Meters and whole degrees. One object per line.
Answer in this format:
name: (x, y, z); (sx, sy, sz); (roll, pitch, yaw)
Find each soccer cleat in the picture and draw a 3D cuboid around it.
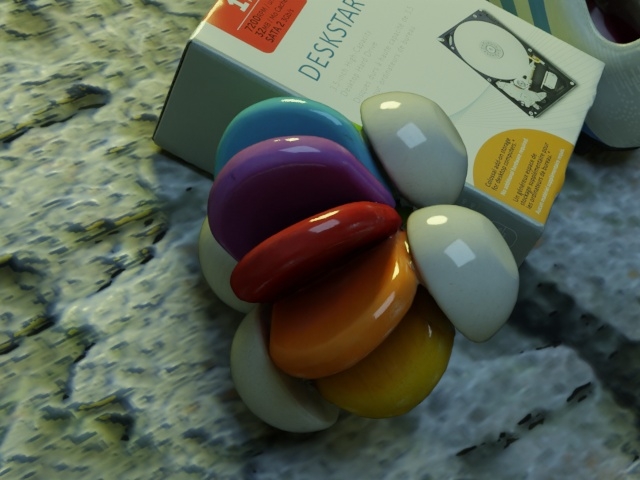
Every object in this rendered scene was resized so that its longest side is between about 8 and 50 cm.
soccer cleat: (0.147, -0.210, 1.087); (0.116, 0.143, 0.331); (-23, 63, -38)

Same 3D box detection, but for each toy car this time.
toy car: (0.000, 0.000, 0.804); (0.136, 0.159, 0.182); (35, 29, -49)

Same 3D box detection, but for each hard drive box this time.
hard drive box: (0.041, -0.086, 0.968); (0.232, 0.089, 0.181); (27, 44, 0)
